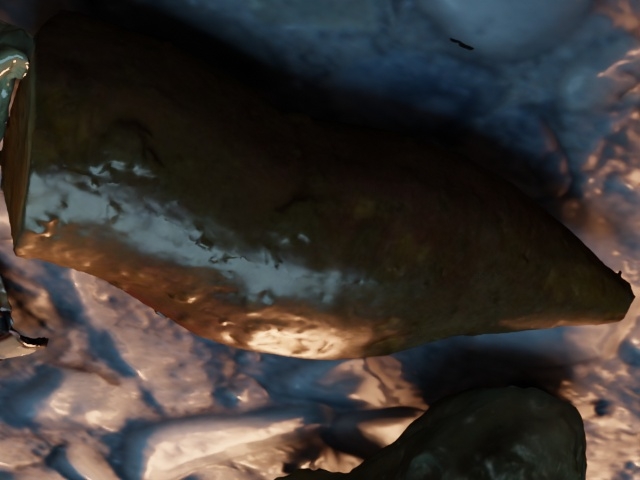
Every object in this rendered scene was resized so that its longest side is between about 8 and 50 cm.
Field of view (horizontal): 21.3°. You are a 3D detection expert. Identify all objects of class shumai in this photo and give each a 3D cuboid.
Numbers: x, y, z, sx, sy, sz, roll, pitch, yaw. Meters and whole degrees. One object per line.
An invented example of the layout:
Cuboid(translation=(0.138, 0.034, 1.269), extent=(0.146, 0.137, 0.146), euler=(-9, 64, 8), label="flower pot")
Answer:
Cuboid(translation=(0.039, 0.191, 1.041), extent=(0.222, 0.225, 0.261), euler=(22, 129, 10), label="shumai")

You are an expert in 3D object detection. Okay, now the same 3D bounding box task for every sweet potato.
Cuboid(translation=(0.001, 0.000, 0.837), extent=(0.336, 0.131, 0.131), euler=(20, 142, -16), label="sweet potato")

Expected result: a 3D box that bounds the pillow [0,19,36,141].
Cuboid(translation=(-0.281, -0.060, 0.799), extent=(0.274, 0.076, 0.281), euler=(26, 144, -2), label="pillow")

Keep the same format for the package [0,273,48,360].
Cuboid(translation=(-0.264, 0.013, 0.968), extent=(0.166, 0.040, 0.232), euler=(-3, 142, 15), label="package")
